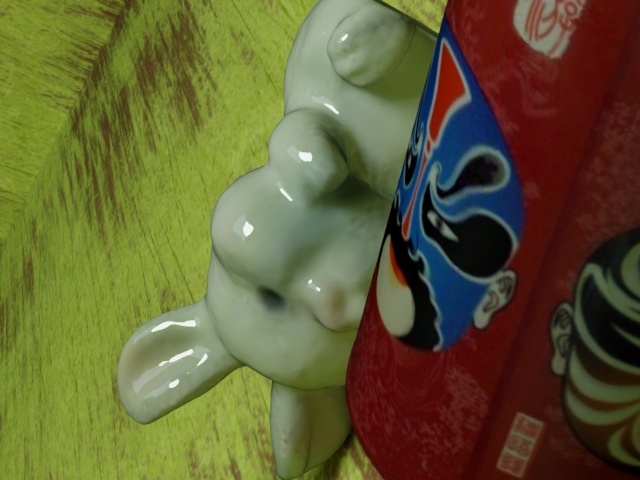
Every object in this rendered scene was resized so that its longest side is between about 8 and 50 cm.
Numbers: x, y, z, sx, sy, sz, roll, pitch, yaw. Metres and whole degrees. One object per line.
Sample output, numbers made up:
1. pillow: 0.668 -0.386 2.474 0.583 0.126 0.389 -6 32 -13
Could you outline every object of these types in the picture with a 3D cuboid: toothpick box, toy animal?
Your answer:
1. toothpick box: 0.138 -0.038 0.619 0.204 0.204 0.333 -94 14 -50
2. toy animal: 0.004 -0.002 1.082 0.368 0.196 0.241 -65 14 0
